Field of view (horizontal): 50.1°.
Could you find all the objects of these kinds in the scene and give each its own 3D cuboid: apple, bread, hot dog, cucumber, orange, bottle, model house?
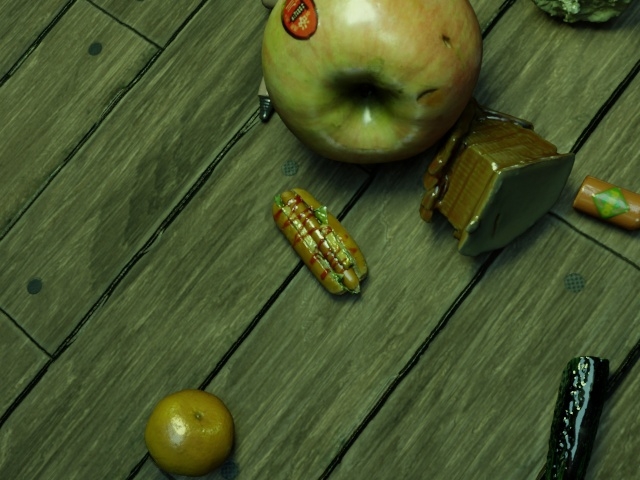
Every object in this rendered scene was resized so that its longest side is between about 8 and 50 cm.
[{"bbox_3d":[0.086,-0.329,1.215,0.392,0.391,0.346,0,48,12],"label":"apple"},{"bbox_3d":[0.491,-0.522,1.292,0.196,0.176,0.246,12,74,3],"label":"bread"},{"bbox_3d":[0.000,0.000,1.296,0.104,0.076,0.250,-36,68,-1],"label":"hot dog"},{"bbox_3d":[0.416,0.305,1.121,0.075,0.074,0.241,14,79,15],"label":"cucumber"},{"bbox_3d":[-0.232,0.343,1.211,0.159,0.159,0.136,47,131,20],"label":"orange"},{"bbox_3d":[0.543,-0.053,1.199,0.187,0.069,0.069,23,80,16],"label":"bottle"},{"bbox_3d":[0.289,-0.121,1.233,0.220,0.199,0.229,-4,40,-30],"label":"model house"}]

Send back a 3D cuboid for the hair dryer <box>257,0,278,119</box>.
[{"bbox_3d":[-0.055,-0.408,1.429,0.190,0.107,0.344,16,87,14],"label":"hair dryer"}]
